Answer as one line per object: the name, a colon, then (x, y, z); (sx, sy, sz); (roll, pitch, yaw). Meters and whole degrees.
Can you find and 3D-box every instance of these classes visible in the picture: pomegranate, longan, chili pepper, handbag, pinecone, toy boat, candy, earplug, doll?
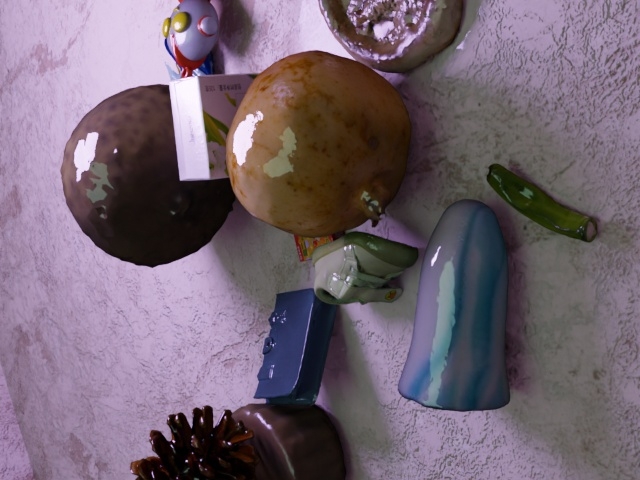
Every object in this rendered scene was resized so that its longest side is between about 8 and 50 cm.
pomegranate: (0.012, -0.150, 1.624); (0.342, 0.342, 0.343); (15, 110, 48)
longan: (-0.351, -0.138, 2.015); (0.391, 0.391, 0.391); (15, 110, 48)
chili pepper: (0.337, -0.053, 1.452); (0.201, 0.050, 0.052); (37, 109, 36)
handbag: (-0.059, 0.215, 1.911); (0.179, 0.062, 0.229); (-12, 59, 52)
pinecone: (-0.240, 0.442, 1.866); (0.264, 0.264, 0.264); (15, 110, 48)
toy boat: (-0.321, -0.336, 2.177); (0.220, 0.067, 0.291); (54, 138, 27)
candy: (0.000, 0.000, 1.881); (0.122, 0.038, 0.062); (-20, 83, 51)
earplug: (0.228, 0.095, 1.530); (0.185, 0.185, 0.324); (15, 105, 48)
doll: (-0.271, -0.505, 2.005); (0.199, 0.105, 0.337); (1, 86, 51)

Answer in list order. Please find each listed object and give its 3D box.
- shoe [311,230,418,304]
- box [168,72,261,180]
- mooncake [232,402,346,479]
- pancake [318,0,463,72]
shoe: (0.081, 0.054, 1.730); (0.262, 0.140, 0.128); (-10, 81, 56)
box: (-0.152, -0.225, 1.839); (0.111, 0.260, 0.195); (1, 101, 46)
mooncake: (-0.078, 0.469, 1.991); (0.290, 0.161, 0.291); (17, 113, 47)
pancake: (0.109, -0.459, 1.615); (0.356, 0.065, 0.356); (19, 118, 42)
